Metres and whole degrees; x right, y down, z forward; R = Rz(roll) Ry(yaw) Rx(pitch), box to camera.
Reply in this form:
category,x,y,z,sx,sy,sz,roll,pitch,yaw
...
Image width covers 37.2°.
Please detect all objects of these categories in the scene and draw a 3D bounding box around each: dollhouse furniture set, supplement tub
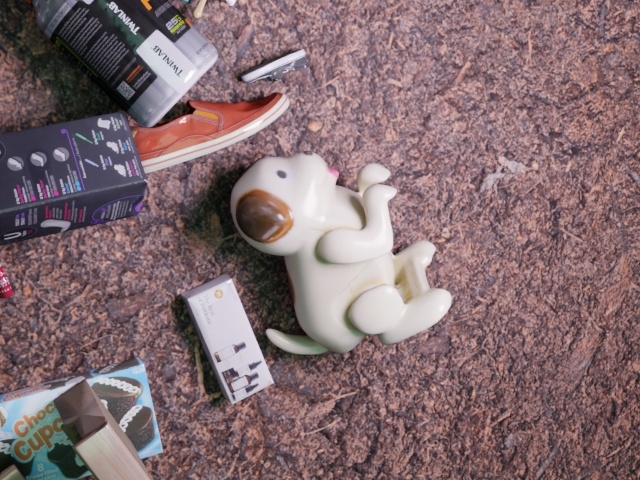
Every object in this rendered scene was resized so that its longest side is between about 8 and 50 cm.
category,x,y,z,sx,sy,sz,roll,pitch,yaw
dollhouse furniture set,-0.501,0.448,1.611,0.394,0.256,0.362,-35,111,-14
supplement tub,-0.348,-0.364,1.637,0.316,0.193,0.193,44,80,-12

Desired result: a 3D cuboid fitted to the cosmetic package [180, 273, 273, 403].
category,x,y,z,sx,sy,sz,roll,pitch,yaw
cosmetic package,-0.183,0.195,1.883,0.099,0.060,0.239,-27,107,-19

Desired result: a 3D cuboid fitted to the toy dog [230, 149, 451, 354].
category,x,y,z,sx,sy,sz,roll,pitch,yaw
toy dog,0.000,0.000,1.849,0.395,0.284,0.408,-30,115,22

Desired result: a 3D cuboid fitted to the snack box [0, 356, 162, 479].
category,x,y,z,sx,sy,sz,roll,pitch,yaw
snack box,-0.473,0.352,1.780,0.322,0.060,0.187,-14,104,-21

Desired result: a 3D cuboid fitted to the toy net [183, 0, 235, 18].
category,x,y,z,sx,sy,sz,roll,pitch,yaw
toy net,-0.249,-0.468,1.766,0.232,0.045,0.122,-26,105,-20

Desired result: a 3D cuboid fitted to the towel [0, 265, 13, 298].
category,x,y,z,sx,sy,sz,roll,pitch,yaw
towel,-0.634,-0.021,1.600,0.031,0.199,0.274,-41,116,-53

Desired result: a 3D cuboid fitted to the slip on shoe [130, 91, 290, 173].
category,x,y,z,sx,sy,sz,roll,pitch,yaw
slip on shoe,-0.211,-0.220,1.782,0.331,0.123,0.101,-21,102,-14

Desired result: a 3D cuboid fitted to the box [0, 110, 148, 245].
category,x,y,z,sx,sy,sz,roll,pitch,yaw
box,-0.454,-0.105,1.642,0.270,0.165,0.143,-14,75,-22

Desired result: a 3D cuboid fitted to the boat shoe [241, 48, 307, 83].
category,x,y,z,sx,sy,sz,roll,pitch,yaw
boat shoe,-0.086,-0.331,1.853,0.142,0.049,0.040,-27,108,-20
